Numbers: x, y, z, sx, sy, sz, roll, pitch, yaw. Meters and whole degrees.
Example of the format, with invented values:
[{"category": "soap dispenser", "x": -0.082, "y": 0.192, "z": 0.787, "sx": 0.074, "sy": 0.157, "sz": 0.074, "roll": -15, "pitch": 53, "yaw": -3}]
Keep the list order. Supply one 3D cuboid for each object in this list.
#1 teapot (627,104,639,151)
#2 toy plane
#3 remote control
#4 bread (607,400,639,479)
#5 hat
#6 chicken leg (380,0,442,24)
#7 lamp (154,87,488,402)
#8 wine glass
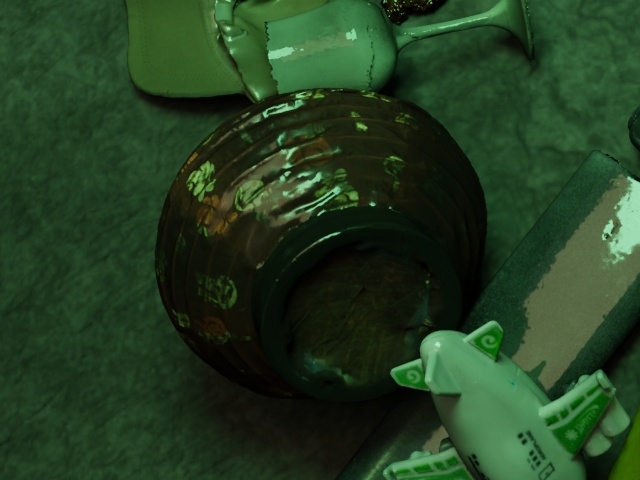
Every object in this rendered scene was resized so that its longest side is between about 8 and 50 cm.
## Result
[{"category": "teapot", "x": 0.266, "y": -0.067, "z": 1.346, "sx": 0.083, "sy": 0.064, "sz": 0.049, "roll": 50, "pitch": 127, "yaw": 23}, {"category": "toy plane", "x": 0.120, "y": 0.127, "z": 1.257, "sx": 0.174, "sy": 0.174, "sz": 0.080, "roll": -15, "pitch": 30, "yaw": 17}, {"category": "remote control", "x": 0.122, "y": 0.111, "z": 1.346, "sx": 0.107, "sy": 0.044, "sz": 0.377, "roll": 38, "pitch": 91, "yaw": 18}, {"category": "bread", "x": 0.314, "y": 0.064, "z": 1.242, "sx": 0.166, "sy": 0.112, "sz": 0.383, "roll": 13, "pitch": 80, "yaw": 46}, {"category": "hat", "x": -0.074, "y": -0.196, "z": 1.509, "sx": 0.173, "sy": 0.144, "sz": 0.166, "roll": 10, "pitch": 109, "yaw": 62}, {"category": "chicken leg", "x": 0.069, "y": -0.187, "z": 1.467, "sx": 0.083, "sy": 0.021, "sz": 0.036, "roll": -37, "pitch": 74, "yaw": 8}, {"category": "lamp", "x": 0.000, "y": 0.000, "z": 1.333, "sx": 0.247, "sy": 0.247, "sz": 0.247, "roll": -6, "pitch": 73, "yaw": 20}, {"category": "wine glass", "x": 0.058, "y": -0.151, "z": 1.403, "sx": 0.196, "sy": 0.079, "sz": 0.079, "roll": -12, "pitch": 70, "yaw": 3}]
